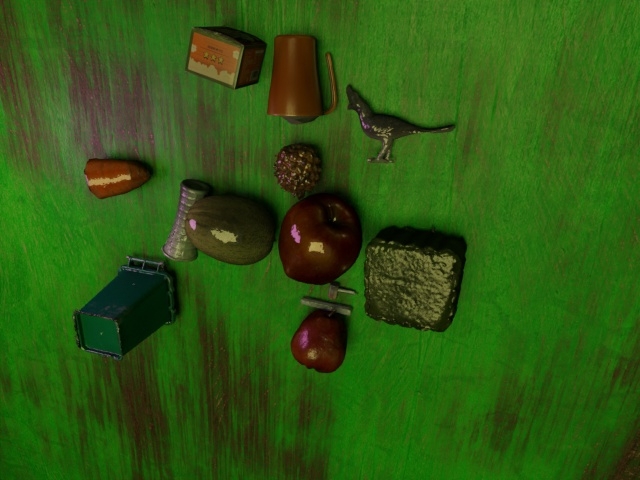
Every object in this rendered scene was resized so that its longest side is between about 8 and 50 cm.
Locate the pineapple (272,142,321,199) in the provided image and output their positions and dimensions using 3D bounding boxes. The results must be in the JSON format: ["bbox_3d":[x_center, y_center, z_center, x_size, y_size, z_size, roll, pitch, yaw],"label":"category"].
[{"bbox_3d":[-0.077,-0.229,1.687,0.167,0.166,0.192,2,115,15],"label":"pineapple"}]

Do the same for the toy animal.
[{"bbox_3d":[0.220,-0.337,1.589,0.368,0.081,0.205,22,106,6],"label":"toy animal"}]

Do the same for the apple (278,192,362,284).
[{"bbox_3d":[0.000,0.000,1.701,0.288,0.288,0.316,33,130,1],"label":"apple"}]

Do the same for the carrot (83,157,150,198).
[{"bbox_3d":[-0.760,-0.251,1.887,0.225,0.159,0.158,-9,110,9],"label":"carrot"}]

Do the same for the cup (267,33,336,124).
[{"bbox_3d":[-0.057,-0.504,1.570,0.227,0.182,0.263,-4,108,-18],"label":"cup"}]

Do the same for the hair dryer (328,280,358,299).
[{"bbox_3d":[0.088,0.198,1.894,0.115,0.037,0.063,10,117,4],"label":"hair dryer"}]

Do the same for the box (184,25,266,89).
[{"bbox_3d":[-0.296,-0.585,1.570,0.178,0.195,0.148,23,118,6],"label":"box"}]

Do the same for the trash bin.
[{"bbox_3d":[-0.763,0.265,1.971,0.260,0.381,0.294,8,114,11],"label":"trash bin"}]

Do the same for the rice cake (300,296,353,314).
[{"bbox_3d":[0.023,0.254,1.935,0.208,0.033,0.033,11,117,11],"label":"rice cake"}]

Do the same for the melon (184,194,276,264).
[{"bbox_3d":[-0.318,-0.042,1.778,0.330,0.248,0.248,15,117,-9],"label":"melon"}]

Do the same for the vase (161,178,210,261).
[{"bbox_3d":[-0.507,-0.079,1.889,0.143,0.143,0.298,22,114,6],"label":"vase"}]

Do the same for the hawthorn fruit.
[{"bbox_3d":[0.008,0.374,1.903,0.224,0.224,0.260,21,97,7],"label":"hawthorn fruit"}]

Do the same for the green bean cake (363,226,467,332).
[{"bbox_3d":[0.320,0.120,1.704,0.320,0.218,0.334,11,109,20],"label":"green bean cake"}]
